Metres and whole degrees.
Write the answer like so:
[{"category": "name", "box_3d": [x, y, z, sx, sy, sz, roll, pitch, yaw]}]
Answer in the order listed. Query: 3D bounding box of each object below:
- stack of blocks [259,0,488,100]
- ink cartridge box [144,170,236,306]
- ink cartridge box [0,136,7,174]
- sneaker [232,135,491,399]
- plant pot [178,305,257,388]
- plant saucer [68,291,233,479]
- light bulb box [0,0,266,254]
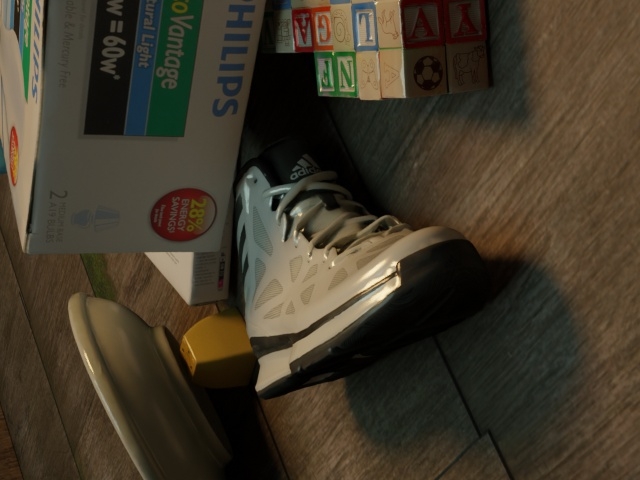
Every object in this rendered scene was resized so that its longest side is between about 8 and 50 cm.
[{"category": "stack of blocks", "box_3d": [0.037, -0.225, 1.258, 0.297, 0.087, 0.171, 15, 112, 62]}, {"category": "ink cartridge box", "box_3d": [-0.207, -0.128, 1.815, 0.324, 0.071, 0.330, 43, 133, 50]}, {"category": "ink cartridge box", "box_3d": [-0.486, -0.269, 2.168, 0.198, 0.197, 0.270, 29, 126, 58]}, {"category": "sneaker", "box_3d": [-0.001, 0.000, 1.334, 0.447, 0.169, 0.257, -37, 69, 64]}, {"category": "plant pot", "box_3d": [-0.142, 0.150, 1.776, 0.081, 0.083, 0.081, 61, 149, 33]}, {"category": "plant saucer", "box_3d": [-0.212, 0.232, 1.833, 0.400, 0.100, 0.400, 61, 178, 3]}, {"category": "light bulb box", "box_3d": [-0.231, -0.227, 1.468, 0.361, 0.225, 0.358, -115, 31, -49]}]
